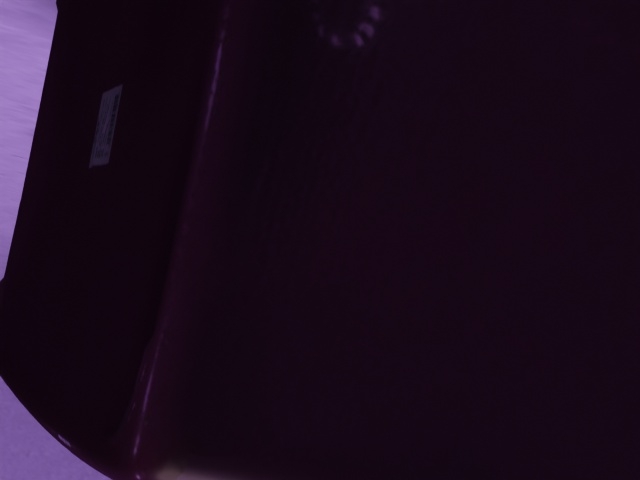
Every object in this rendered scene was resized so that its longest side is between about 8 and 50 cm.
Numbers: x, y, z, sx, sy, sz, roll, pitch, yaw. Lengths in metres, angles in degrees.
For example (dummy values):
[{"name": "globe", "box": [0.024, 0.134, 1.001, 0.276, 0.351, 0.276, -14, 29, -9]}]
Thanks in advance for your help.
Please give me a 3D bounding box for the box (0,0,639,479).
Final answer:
[{"name": "box", "box": [0.017, -0.013, 0.469, 0.167, 0.193, 0.294, 14, 177, -18]}]
